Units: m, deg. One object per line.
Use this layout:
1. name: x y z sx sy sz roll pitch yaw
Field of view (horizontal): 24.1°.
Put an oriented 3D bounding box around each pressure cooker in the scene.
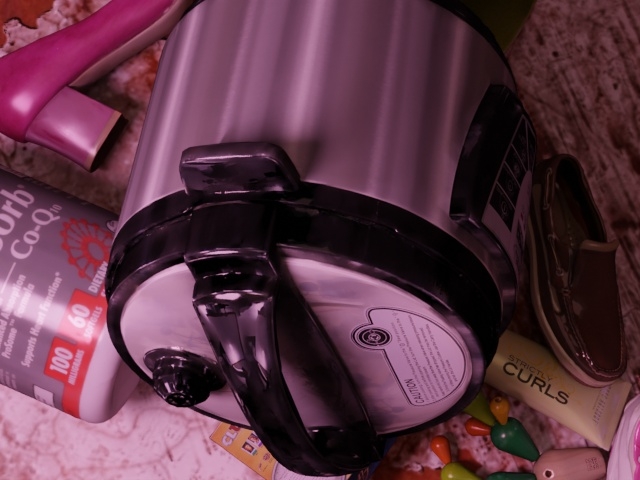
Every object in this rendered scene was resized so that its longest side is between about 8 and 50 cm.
1. pressure cooker: -0.005 0.001 1.390 0.370 0.375 0.420 25 53 -20

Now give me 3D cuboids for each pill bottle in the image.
1. pill bottle: -0.344 0.029 1.553 0.363 0.210 0.210 23 76 5

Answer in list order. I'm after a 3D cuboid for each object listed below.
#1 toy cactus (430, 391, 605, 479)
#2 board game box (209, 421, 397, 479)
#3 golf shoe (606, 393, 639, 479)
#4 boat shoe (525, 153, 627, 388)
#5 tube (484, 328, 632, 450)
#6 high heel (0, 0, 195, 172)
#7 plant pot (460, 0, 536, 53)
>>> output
1. toy cactus: 0.212 0.247 1.570 0.180 0.112 0.219 -13 67 -14
2. board game box: 0.018 0.155 1.570 0.165 0.042 0.243 32 81 32
3. golf shoe: 0.347 0.298 1.552 0.115 0.140 0.306 7 98 -6
4. boat shoe: 0.275 0.027 1.604 0.095 0.095 0.257 -8 70 -29
5. tube: 0.216 0.135 1.613 0.240 0.062 0.070 27 96 4
6. high heel: -0.242 -0.272 1.675 0.181 0.127 0.377 29 77 3
7. plant pot: 0.046 -0.316 1.644 0.275 0.275 0.293 -39 63 -10
